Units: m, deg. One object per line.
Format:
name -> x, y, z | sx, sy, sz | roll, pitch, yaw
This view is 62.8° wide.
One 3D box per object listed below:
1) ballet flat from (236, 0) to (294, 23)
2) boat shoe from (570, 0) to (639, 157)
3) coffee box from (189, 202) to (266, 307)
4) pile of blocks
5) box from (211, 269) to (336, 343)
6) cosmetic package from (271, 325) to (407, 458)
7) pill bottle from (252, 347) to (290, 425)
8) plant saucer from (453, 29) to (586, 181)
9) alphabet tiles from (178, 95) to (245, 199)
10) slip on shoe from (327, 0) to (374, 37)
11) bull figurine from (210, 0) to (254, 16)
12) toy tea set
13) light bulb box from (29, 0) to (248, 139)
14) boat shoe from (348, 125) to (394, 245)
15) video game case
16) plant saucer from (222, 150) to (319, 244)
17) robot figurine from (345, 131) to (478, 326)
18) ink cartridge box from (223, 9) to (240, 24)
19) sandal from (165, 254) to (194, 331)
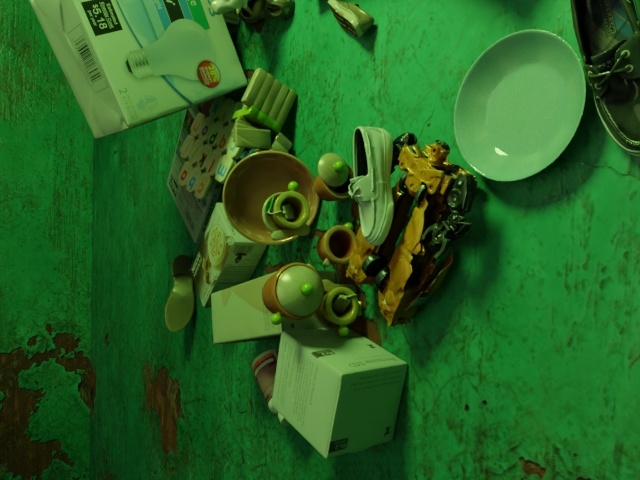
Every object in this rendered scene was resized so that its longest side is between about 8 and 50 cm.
ballet flat -> -0.147, -0.563, 1.253 | 0.250, 0.058, 0.084 | 34, 116, 49
boat shoe -> 0.326, -0.203, 0.576 | 0.080, 0.076, 0.229 | -18, 75, 53
coffee box -> -0.241, 0.041, 1.345 | 0.246, 0.098, 0.141 | -58, 46, 36
pile of blocks -> -0.146, -0.188, 1.174 | 0.112, 0.149, 0.362 | 4, 93, 55
box -> -0.107, 0.149, 1.121 | 0.311, 0.148, 0.121 | -20, 73, 51
cosmetic package -> 0.028, 0.256, 0.924 | 0.183, 0.151, 0.152 | 22, 107, 51
pill bottle -> -0.085, 0.318, 1.138 | 0.152, 0.086, 0.086 | 58, 134, 37
plant saucer -> 0.264, -0.175, 0.695 | 0.195, 0.037, 0.195 | 1, 92, 54
alphabet tiles -> -0.298, -0.258, 1.435 | 0.284, 0.021, 0.278 | 33, 98, 45
slip on shoe -> 0.056, -0.427, 0.988 | 0.041, 0.051, 0.135 | -34, 43, 3
bull figurine -> -0.172, -0.631, 1.204 | 0.188, 0.101, 0.310 | 13, 76, 54
toy tea set -> 0.000, 0.000, 0.931 | 0.124, 0.200, 0.336 | -21, 67, 61
light bulb box -> -0.425, -0.481, 1.270 | 0.225, 0.361, 0.358 | 3, 120, 47
boat shoe -> 0.072, -0.086, 0.797 | 0.066, 0.063, 0.184 | -1, 83, 62
video game case -> -0.381, -0.207, 1.598 | 0.329, 0.036, 0.300 | 54, 131, 40
plant saucer -> -0.102, -0.090, 1.093 | 0.037, 0.199, 0.200 | -107, 28, -72
robot figurine -> 0.141, -0.021, 0.826 | 0.211, 0.085, 0.291 | 49, 129, 42
ink cartridge box -> -0.251, -0.642, 1.371 | 0.090, 0.092, 0.143 | 58, 135, 35
sandal -> -0.435, 0.168, 1.659 | 0.079, 0.088, 0.240 | 112, 160, -79
